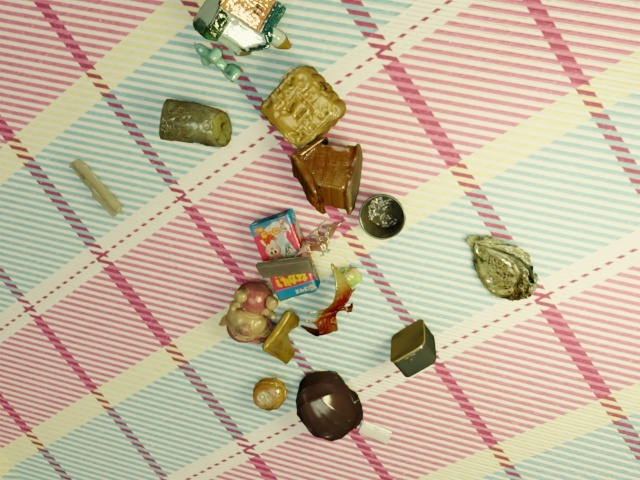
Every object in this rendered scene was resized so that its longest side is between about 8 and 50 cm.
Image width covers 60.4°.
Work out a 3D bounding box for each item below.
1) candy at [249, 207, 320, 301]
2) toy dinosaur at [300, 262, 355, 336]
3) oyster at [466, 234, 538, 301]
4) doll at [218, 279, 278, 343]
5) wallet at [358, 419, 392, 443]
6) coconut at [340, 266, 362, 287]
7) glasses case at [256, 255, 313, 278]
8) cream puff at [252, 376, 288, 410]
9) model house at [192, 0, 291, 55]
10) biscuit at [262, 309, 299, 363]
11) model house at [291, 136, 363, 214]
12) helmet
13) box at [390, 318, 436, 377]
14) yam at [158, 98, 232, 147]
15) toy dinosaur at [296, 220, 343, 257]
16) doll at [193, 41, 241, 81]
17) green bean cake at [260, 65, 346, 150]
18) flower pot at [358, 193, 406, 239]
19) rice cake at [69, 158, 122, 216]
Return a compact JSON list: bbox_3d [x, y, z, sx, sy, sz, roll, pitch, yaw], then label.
[{"bbox_3d":[-0.125,0.053,1.986,0.157,0.100,0.305,-18,101,14],"label":"candy"},{"bbox_3d":[0.021,0.228,1.969,0.207,0.113,0.327,-27,145,-12],"label":"toy dinosaur"},{"bbox_3d":[0.619,0.085,1.855,0.198,0.112,0.267,-15,112,36],"label":"oyster"},{"bbox_3d":[-0.262,0.278,2.043,0.196,0.152,0.255,32,121,15],"label":"doll"},{"bbox_3d":[0.216,0.754,2.165,0.122,0.025,0.061,21,102,5],"label":"wallet"},{"bbox_3d":[0.103,0.131,1.974,0.083,0.082,0.081,-24,107,40],"label":"coconut"},{"bbox_3d":[-0.123,0.090,1.912,0.191,0.042,0.072,-8,146,13],"label":"glasses case"},{"bbox_3d":[-0.197,0.599,2.158,0.144,0.103,0.126,-23,87,16],"label":"cream puff"},{"bbox_3d":[-0.222,-0.700,1.768,0.291,0.184,0.253,30,101,-29],"label":"model house"},{"bbox_3d":[-0.128,0.365,2.081,0.039,0.174,0.183,24,79,43],"label":"biscuit"},{"bbox_3d":[0.017,-0.216,1.836,0.229,0.199,0.219,14,75,7],"label":"model house"},{"bbox_3d":[0.029,0.656,2.094,0.225,0.177,0.305,-37,95,16],"label":"helmet"},{"bbox_3d":[0.330,0.382,1.942,0.144,0.201,0.090,-35,101,17],"label":"box"},{"bbox_3d":[-0.445,-0.403,1.891,0.255,0.154,0.153,12,108,10],"label":"yam"},{"bbox_3d":[0.001,0.000,1.937,0.220,0.032,0.108,-37,110,-17],"label":"toy dinosaur"},{"bbox_3d":[-0.348,-0.596,1.818,0.159,0.158,0.059,38,86,-31],"label":"doll"},{"bbox_3d":[-0.060,-0.435,1.811,0.230,0.131,0.224,-42,94,18],"label":"green bean cake"},{"bbox_3d":[0.216,-0.092,1.872,0.158,0.107,0.157,4,109,13],"label":"flower pot"},{"bbox_3d":[-0.846,-0.195,2.073,0.052,0.057,0.256,-39,96,17],"label":"rice cake"}]
